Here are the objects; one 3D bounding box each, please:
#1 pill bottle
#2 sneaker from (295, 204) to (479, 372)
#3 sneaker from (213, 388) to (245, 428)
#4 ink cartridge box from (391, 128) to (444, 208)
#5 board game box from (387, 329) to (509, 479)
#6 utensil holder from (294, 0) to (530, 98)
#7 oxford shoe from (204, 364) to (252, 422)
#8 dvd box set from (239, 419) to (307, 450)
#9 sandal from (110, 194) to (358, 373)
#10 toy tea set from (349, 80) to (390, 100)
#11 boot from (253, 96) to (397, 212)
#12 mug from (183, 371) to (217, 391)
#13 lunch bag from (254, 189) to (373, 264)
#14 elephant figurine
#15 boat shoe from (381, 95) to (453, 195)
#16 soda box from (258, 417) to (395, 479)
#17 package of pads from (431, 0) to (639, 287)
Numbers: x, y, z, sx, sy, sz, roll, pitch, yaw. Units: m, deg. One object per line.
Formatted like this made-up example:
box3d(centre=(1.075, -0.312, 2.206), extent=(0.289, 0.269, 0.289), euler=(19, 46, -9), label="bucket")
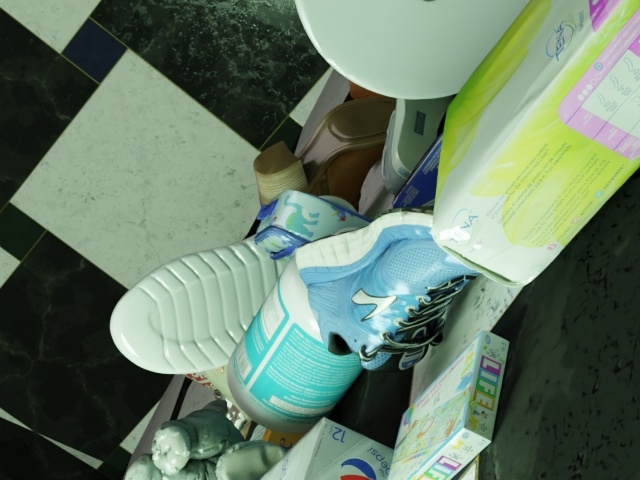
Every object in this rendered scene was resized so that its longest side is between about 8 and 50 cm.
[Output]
box3d(centre=(-0.001, 0.104, 1.446), extent=(0.264, 0.146, 0.146), euler=(-57, 11, 40), label="pill bottle")
box3d(centre=(0.095, 0.047, 1.167), extent=(0.330, 0.130, 0.147), euler=(-24, 74, 60), label="sneaker")
box3d(centre=(-0.178, 0.223, 2.155), extent=(0.281, 0.163, 0.106), euler=(-64, 8, 1), label="sneaker")
box3d(centre=(0.135, -0.084, 1.330), extent=(0.097, 0.046, 0.207), euler=(-53, -1, 18), label="ink cartridge box")
box3d(centre=(0.104, 0.157, 1.025), extent=(0.154, 0.026, 0.103), euler=(-56, 12, 47), label="board game box")
box3d(centre=(0.115, -0.373, 1.580), extent=(0.327, 0.328, 0.385), euler=(-62, 12, 18), label="utensil holder")
box3d(centre=(-0.114, 0.204, 1.852), extent=(0.140, 0.147, 0.397), euler=(-65, 8, -9), label="oxford shoe")
box3d(centre=(-0.135, 0.428, 1.601), extent=(0.420, 0.062, 0.307), euler=(-68, 8, -25), label="dvd box set")
box3d(centre=(-0.116, 0.071, 1.780), extent=(0.416, 0.169, 0.102), euler=(-25, 8, -23), label="sandal")
box3d(centre=(0.121, -0.281, 2.126), extent=(0.336, 0.124, 0.200), euler=(-83, -10, -57), label="toy tea set")
box3d(centre=(0.043, -0.088, 1.892), extent=(0.109, 0.283, 0.220), euler=(53, 168, 41), label="boot")
box3d(centre=(-0.242, 0.229, 2.527), extent=(0.150, 0.169, 0.113), euler=(-61, 8, 23), label="mug")
box3d(centre=(0.000, 0.000, 1.652), extent=(0.090, 0.176, 0.219), euler=(-65, 9, -8), label="lunch bag")
box3d(centre=(-0.094, 0.311, 1.397), extent=(0.186, 0.239, 0.169), euler=(-58, -16, -6), label="elephant figurine")
box3d(centre=(0.125, -0.158, 1.687), extent=(0.081, 0.079, 0.227), euler=(-49, 20, 49), label="boat shoe")
box3d(centre=(-0.017, 0.276, 1.190), extent=(0.286, 0.098, 0.091), euler=(-52, 15, 55), label="soda box")
box3d(centre=(0.206, -0.129, 0.955), extent=(0.296, 0.101, 0.229), euler=(-54, 13, 35), label="package of pads")
